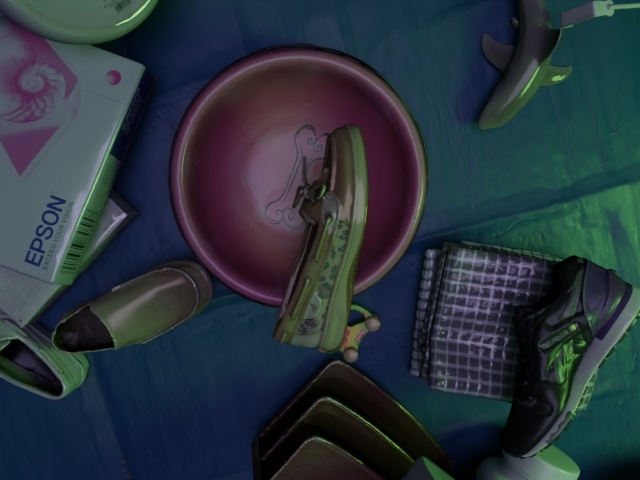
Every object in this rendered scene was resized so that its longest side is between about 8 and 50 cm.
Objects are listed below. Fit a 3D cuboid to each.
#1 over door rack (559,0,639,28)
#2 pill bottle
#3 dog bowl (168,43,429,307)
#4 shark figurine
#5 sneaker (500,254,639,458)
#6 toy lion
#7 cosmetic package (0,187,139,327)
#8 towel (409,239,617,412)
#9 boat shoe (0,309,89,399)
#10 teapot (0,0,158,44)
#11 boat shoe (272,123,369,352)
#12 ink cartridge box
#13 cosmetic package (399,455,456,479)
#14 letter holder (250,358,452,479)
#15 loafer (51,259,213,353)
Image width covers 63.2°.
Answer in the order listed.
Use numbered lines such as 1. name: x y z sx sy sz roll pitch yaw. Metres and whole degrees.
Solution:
1. over door rack: 0.477 -0.439 0.710 0.323 0.108 0.240 -13 98 -14
2. pill bottle: 0.302 0.455 0.842 0.152 0.152 0.272 23 98 -5
3. dog bowl: -0.029 -0.085 0.751 0.407 0.150 0.409 0 98 -2
4. shark figurine: 0.301 -0.314 0.750 0.166 0.116 0.279 -11 101 -2
5. sneaker: 0.306 0.154 0.720 0.124 0.107 0.283 32 89 8
6. toy lion: 0.033 0.143 0.848 0.096 0.034 0.100 35 95 1
7. cosmetic package: -0.398 0.011 0.793 0.099 0.060 0.239 45 94 -2
8. towel: 0.294 0.131 0.810 0.283 0.121 0.235 8 97 -3
9. boat shoe: -0.485 0.157 0.800 0.258 0.084 0.095 28 97 -6
10. teapot: -0.327 -0.380 0.661 0.255 0.187 0.253 -1 111 -37
11. boat shoe: 0.000 0.000 0.636 0.089 0.104 0.286 6 99 -6
12. ink cartridge box: -0.446 -0.144 0.721 0.329 0.071 0.325 20 85 -1
13. cosmetic package: 0.245 0.528 0.689 0.453 0.161 0.230 40 93 -11
14. letter holder: 0.076 0.363 0.807 0.302 0.152 0.214 44 88 -11
15. loafer: -0.284 0.114 0.780 0.268 0.092 0.102 -24 101 13
